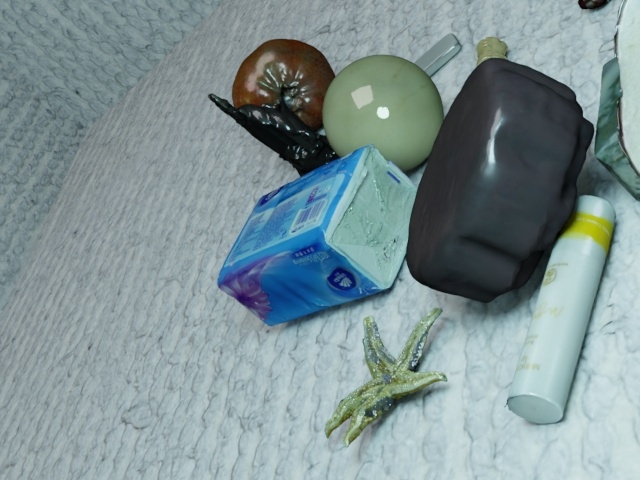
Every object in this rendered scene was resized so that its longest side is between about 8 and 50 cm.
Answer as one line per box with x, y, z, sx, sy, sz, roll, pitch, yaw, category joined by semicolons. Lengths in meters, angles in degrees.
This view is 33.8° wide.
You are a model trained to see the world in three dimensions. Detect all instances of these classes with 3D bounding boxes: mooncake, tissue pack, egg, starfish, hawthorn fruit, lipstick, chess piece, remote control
0.207;-0.063;1.224;0.283;0.141;0.282;-161;90;-84;mooncake
0.000;0.000;1.551;0.263;0.146;0.198;-24;32;47;tissue pack
0.095;-0.196;1.635;0.186;0.186;0.241;-44;17;13;egg
0.087;0.165;1.261;0.176;0.053;0.208;-5;52;58;starfish
-0.074;-0.297;2.095;0.210;0.210;0.262;-49;11;1;hawthorn fruit
0.256;0.068;1.104;0.059;0.059;0.264;-20;37;49;lipstick
0.264;-0.264;1.609;0.060;0.060;0.172;-36;24;29;chess piece
0.144;-0.267;1.864;0.261;0.029;0.067;-40;24;15;remote control

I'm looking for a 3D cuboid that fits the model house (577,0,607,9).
0.404;-0.465;1.531;0.141;0.164;0.203;-27;30;33;model house

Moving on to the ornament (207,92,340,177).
-0.068;-0.191;1.835;0.106;0.260;0.251;-55;24;1;ornament

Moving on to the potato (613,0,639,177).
0.421;-0.146;0.985;0.246;0.196;0.299;-35;42;50;potato

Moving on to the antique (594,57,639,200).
0.369;-0.135;1.178;0.088;0.086;0.183;-30;30;40;antique
